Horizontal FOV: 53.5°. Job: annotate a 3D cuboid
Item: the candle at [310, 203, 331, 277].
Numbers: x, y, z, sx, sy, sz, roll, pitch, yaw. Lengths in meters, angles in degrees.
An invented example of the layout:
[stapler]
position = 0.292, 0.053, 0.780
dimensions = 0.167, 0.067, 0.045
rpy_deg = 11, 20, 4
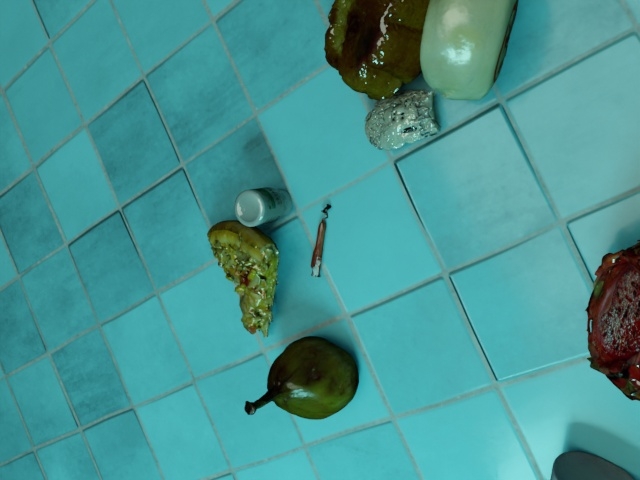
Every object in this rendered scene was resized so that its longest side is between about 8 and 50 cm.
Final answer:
[candle]
position = -0.001, 0.000, 1.411
dimensions = 0.026, 0.021, 0.168
rpy_deg = 16, 105, 25

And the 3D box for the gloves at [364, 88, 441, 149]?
[gloves]
position = 0.157, -0.243, 1.259
dimensions = 0.153, 0.070, 0.115
rpy_deg = -10, 93, 31

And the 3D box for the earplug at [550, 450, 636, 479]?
[earplug]
position = 0.462, 0.565, 1.179
dimensions = 0.172, 0.172, 0.302
rpy_deg = 25, 116, 23

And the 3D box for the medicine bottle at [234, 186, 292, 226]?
[medicine bottle]
position = -0.123, -0.077, 1.403
dimensions = 0.080, 0.130, 0.081
rpy_deg = 6, 102, 28

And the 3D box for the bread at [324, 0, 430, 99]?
[bread]
position = 0.108, -0.401, 1.215
dimensions = 0.232, 0.135, 0.247
rpy_deg = 49, 128, 43

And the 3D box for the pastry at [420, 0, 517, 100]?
[pastry]
position = 0.259, -0.369, 1.084
dimensions = 0.133, 0.265, 0.265
rpy_deg = 14, 105, 15

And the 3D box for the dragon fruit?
[dragon fruit]
position = 0.570, 0.130, 0.971
dimensions = 0.301, 0.295, 0.296
rpy_deg = 8, 102, 19

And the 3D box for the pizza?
[pizza]
position = -0.190, 0.068, 1.471
dimensions = 0.251, 0.073, 0.288
rpy_deg = 43, 137, 39

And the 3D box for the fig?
[fig]
position = -0.047, 0.286, 1.347
dimensions = 0.190, 0.290, 0.191
rpy_deg = -13, 66, 32
